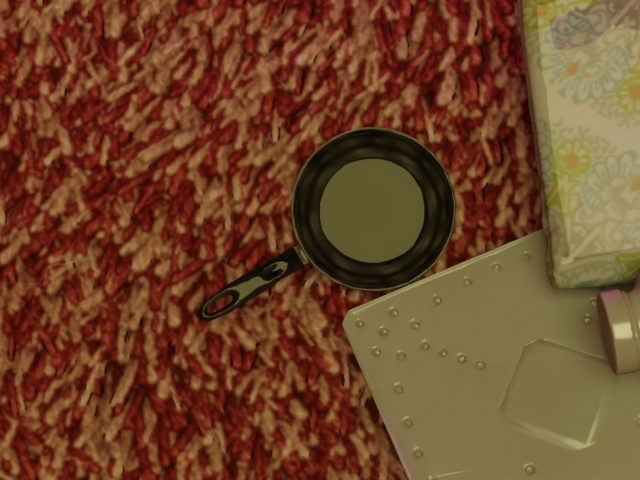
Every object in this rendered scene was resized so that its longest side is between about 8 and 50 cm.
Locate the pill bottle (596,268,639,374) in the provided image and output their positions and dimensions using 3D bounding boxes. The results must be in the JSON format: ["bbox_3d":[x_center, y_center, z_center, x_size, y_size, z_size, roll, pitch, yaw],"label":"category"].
[{"bbox_3d":[0.439,0.076,1.527,0.264,0.146,0.146,-11,84,4],"label":"pill bottle"}]

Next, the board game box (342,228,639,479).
[{"bbox_3d":[0.272,0.181,1.613,0.390,0.050,0.390,-23,63,-2],"label":"board game box"}]

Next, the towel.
[{"bbox_3d":[0.401,-0.143,1.627,0.320,0.090,0.374,-6,84,2],"label":"towel"}]

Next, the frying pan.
[{"bbox_3d":[0.025,0.015,1.695,0.197,0.053,0.326,36,87,3],"label":"frying pan"}]
